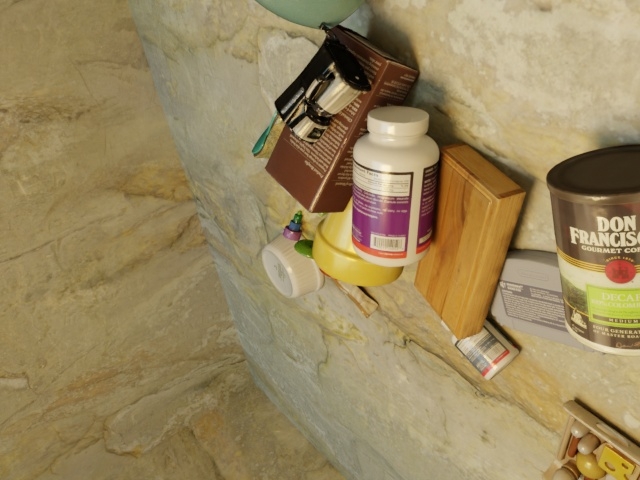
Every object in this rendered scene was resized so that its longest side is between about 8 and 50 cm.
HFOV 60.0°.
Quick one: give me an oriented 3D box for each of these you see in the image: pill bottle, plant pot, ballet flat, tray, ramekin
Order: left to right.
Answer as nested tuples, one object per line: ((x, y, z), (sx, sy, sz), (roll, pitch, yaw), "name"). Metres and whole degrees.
((-0.130, -0.325, 1.767), (0.123, 0.123, 0.348), (60, 156, 1), "ballet flat")
((-0.117, 0.098, 2.132), (0.273, 0.127, 0.273), (42, 148, 34), "ramekin")
((-0.005, -0.558, 1.147), (0.195, 0.290, 0.290), (45, 164, -30), "plant pot")
((0.119, -0.047, 1.459), (0.254, 0.254, 0.239), (38, 130, 39), "plant pot")
((0.160, -0.116, 1.204), (0.181, 0.181, 0.323), (32, 132, 45), "pill bottle")
((0.314, 0.012, 1.245), (0.203, 0.076, 0.411), (-125, 28, -44), "tray")
((0.392, 0.247, 1.384), (0.180, 0.108, 0.108), (49, 152, 25), "pill bottle")

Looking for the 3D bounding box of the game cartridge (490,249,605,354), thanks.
((0.475, 0.118, 1.171), (0.294, 0.060, 0.196), (12, 130, 57), "game cartridge")

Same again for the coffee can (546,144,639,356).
((0.481, 0.012, 0.877), (0.201, 0.201, 0.275), (18, 131, 55), "coffee can")

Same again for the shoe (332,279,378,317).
((0.113, 0.172, 1.884), (0.219, 0.058, 0.076), (47, -178, 35), "shoe")

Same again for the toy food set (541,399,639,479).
((0.627, 0.531, 1.263), (0.220, 0.092, 0.306), (36, 145, 41), "toy food set")

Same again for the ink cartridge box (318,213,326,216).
((-0.006, -0.228, 1.638), (0.189, 0.097, 0.255), (47, 152, 27), "ink cartridge box")

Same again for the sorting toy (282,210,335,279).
((0.000, 0.000, 1.892), (0.365, 0.127, 0.126), (38, 117, 43), "sorting toy")

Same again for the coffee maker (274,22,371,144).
((-0.002, -0.320, 1.165), (0.178, 0.120, 0.171), (-39, 45, 34), "coffee maker")

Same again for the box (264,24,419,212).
((0.041, -0.268, 1.281), (0.191, 0.143, 0.381), (45, 118, 30), "box")
